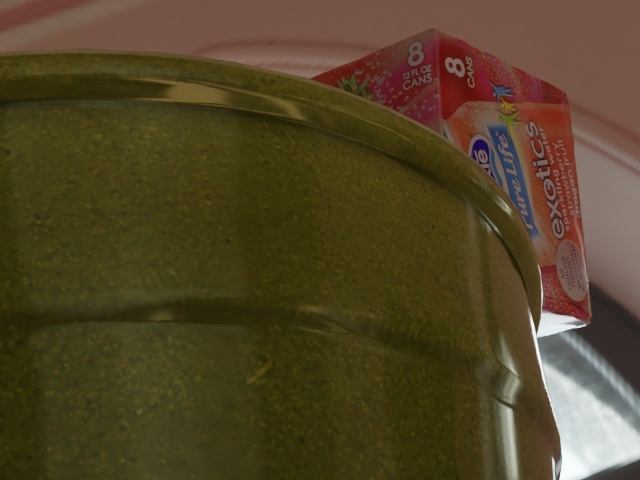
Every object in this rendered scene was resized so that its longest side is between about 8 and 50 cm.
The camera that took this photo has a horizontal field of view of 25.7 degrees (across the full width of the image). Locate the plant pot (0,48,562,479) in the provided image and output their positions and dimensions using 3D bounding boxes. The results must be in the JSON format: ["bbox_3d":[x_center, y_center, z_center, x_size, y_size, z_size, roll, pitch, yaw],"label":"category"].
[{"bbox_3d":[-0.067,0.198,0.403,0.366,0.353,0.366,-9,-34,-6],"label":"plant pot"}]

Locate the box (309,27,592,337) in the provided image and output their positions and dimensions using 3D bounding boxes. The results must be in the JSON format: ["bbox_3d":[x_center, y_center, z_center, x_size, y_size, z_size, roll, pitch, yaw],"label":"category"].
[{"bbox_3d":[0.000,0.000,0.743,0.256,0.128,0.122,-17,-23,39],"label":"box"}]
